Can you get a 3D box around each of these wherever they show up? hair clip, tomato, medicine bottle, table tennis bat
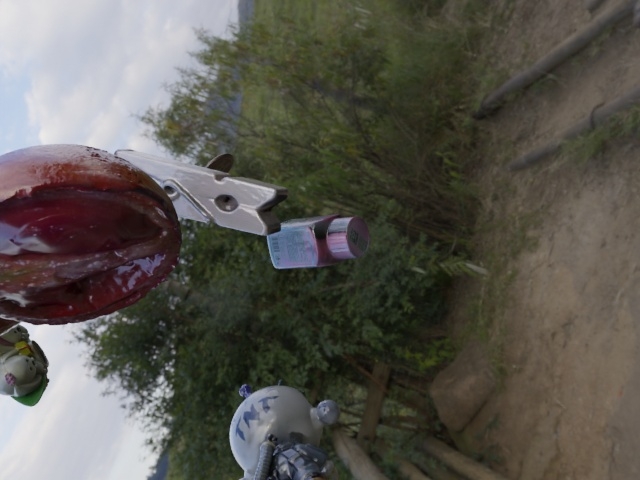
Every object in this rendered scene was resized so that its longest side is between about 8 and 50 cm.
[{"bbox_3d":[-0.221,-0.088,1.023,0.085,0.331,0.101,-14,-64,-73],"label":"hair clip"},{"bbox_3d":[-0.209,-0.015,0.471,0.189,0.173,0.099,115,140,-52],"label":"tomato"},{"bbox_3d":[0.000,0.000,1.131,0.119,0.188,0.094,-21,-78,-51],"label":"medicine bottle"},{"bbox_3d":[-0.313,-0.185,1.419,0.170,0.119,0.107,-47,-13,8],"label":"table tennis bat"}]

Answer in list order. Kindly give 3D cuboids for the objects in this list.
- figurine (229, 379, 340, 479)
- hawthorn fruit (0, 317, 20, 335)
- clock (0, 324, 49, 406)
[{"bbox_3d":[-0.060,0.414,1.096,0.382,0.261,0.186,39,154,63],"label":"figurine"},{"bbox_3d":[-0.452,0.027,0.722,0.263,0.235,0.231,34,-120,-69],"label":"hawthorn fruit"},{"bbox_3d":[-0.666,0.256,1.226,0.103,0.231,0.144,-33,-19,-18],"label":"clock"}]
